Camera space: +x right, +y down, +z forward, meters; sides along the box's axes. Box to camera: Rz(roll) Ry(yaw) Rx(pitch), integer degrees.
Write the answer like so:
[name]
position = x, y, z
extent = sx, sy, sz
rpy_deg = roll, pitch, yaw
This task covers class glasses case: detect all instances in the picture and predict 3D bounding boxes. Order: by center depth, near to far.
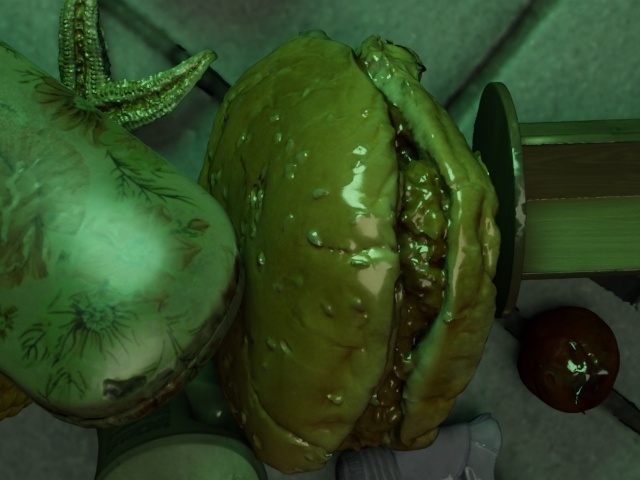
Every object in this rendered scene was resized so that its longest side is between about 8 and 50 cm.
[glasses case]
position = -0.231, -0.051, 0.762
extent = 0.425, 0.098, 0.156
rpy_deg = 35, 73, 19

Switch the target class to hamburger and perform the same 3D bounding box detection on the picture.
[hamburger]
position = 0.000, 0.001, 0.811
extent = 0.144, 0.283, 0.260
rpy_deg = 3, 118, -16

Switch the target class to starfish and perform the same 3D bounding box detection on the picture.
[starfish]
position = -0.153, -0.094, 0.882
extent = 0.176, 0.053, 0.208
rpy_deg = -20, 103, -3

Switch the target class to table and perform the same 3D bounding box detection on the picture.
[table]
position = 0.232, -0.033, 0.884
extent = 0.226, 0.167, 0.167
rpy_deg = -2, 102, -3

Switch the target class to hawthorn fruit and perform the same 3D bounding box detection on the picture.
[hawthorn fruit]
position = 0.195, 0.096, 0.952
extent = 0.081, 0.093, 0.081
rpy_deg = -2, 104, -8

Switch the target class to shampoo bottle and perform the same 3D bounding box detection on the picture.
[shampoo bottle]
position = -0.098, 0.153, 0.848
extent = 0.118, 0.234, 0.087
rpy_deg = -6, 103, -7

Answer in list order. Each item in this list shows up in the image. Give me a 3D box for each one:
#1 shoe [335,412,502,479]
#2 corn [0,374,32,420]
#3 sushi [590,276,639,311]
[shoe]
position = 0.114, 0.254, 0.974
extent = 0.137, 0.095, 0.245
rpy_deg = -25, 98, 0
[corn]
position = -0.315, 0.092, 0.773
extent = 0.387, 0.144, 0.144
rpy_deg = -25, 107, -39
[sushi]
position = 0.430, -0.028, 0.978
extent = 0.359, 0.064, 0.343
rpy_deg = 33, 95, -14
